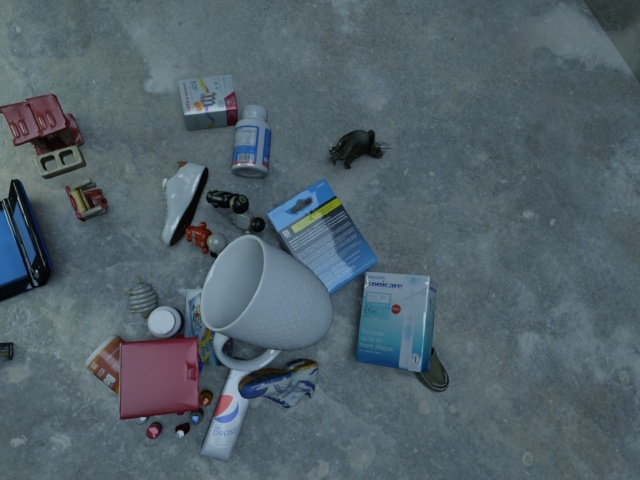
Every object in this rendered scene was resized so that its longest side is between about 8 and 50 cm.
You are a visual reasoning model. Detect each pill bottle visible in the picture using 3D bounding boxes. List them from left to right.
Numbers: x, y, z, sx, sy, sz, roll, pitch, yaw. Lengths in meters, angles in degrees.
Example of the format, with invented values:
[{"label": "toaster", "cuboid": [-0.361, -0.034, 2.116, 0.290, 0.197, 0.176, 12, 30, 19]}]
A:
[{"label": "pill bottle", "cuboid": [-0.566, 0.389, 1.347, 0.216, 0.121, 0.121, 41, 75, -1]}, {"label": "pill bottle", "cuboid": [-0.461, 0.243, 1.369, 0.094, 0.169, 0.094, 2, 80, -11]}, {"label": "pill bottle", "cuboid": [-0.229, -0.333, 1.542, 0.124, 0.124, 0.222, 6, 79, -10]}]

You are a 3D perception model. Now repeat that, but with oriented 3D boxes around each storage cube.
[{"label": "storage cube", "cuboid": [-0.437, 0.364, 1.234, 0.192, 0.183, 0.215, 2, 78, -23]}]

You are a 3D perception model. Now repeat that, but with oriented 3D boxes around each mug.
[{"label": "mug", "cuboid": [-0.156, 0.215, 1.323, 0.328, 0.276, 0.374, 32, 95, -38]}]

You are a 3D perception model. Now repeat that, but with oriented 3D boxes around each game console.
[{"label": "game console", "cuboid": [-0.924, 0.009, 1.324, 0.173, 0.250, 0.294, -19, 84, -41]}]

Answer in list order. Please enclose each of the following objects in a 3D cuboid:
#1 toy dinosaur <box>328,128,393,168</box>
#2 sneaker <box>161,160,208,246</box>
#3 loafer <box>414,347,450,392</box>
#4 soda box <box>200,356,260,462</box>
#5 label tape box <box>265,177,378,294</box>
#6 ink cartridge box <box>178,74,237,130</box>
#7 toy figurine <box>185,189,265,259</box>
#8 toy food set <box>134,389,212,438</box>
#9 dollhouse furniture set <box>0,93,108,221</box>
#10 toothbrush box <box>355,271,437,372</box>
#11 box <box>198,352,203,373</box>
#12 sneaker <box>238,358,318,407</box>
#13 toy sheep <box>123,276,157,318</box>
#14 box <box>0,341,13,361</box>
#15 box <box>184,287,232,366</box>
[{"label": "toy dinosaur", "cuboid": [0.113, -0.329, 1.568, 0.160, 0.313, 0.121, -38, 76, 22]}, {"label": "sneaker", "cuboid": [-0.467, -0.123, 1.478, 0.122, 0.106, 0.291, 16, 69, 2]}, {"label": "loafer", "cuboid": [0.351, 0.405, 1.545, 0.094, 0.087, 0.251, -37, 89, -15]}, {"label": "soda box", "cuboid": [-0.271, 0.508, 1.398, 0.091, 0.098, 0.287, 21, 77, -7]}, {"label": "label tape box", "cuboid": [0.000, 0.000, 1.537, 0.240, 0.106, 0.334, -32, 88, -14]}, {"label": "ink cartridge box", "cuboid": [-0.374, -0.459, 1.533, 0.176, 0.127, 0.128, -11, 83, -12]}, {"label": "toy figurine", "cuboid": [-0.282, -0.033, 1.424, 0.148, 0.209, 0.213, 16, 70, 31]}, {"label": "toy food set", "cuboid": [-0.433, 0.524, 1.358, 0.231, 0.104, 0.111, -9, 82, -13]}, {"label": "dollhouse furniture set", "cuboid": [-0.782, -0.224, 1.381, 0.152, 0.201, 0.375, -22, 91, -14]}, {"label": "toothbrush box", "cuboid": [0.249, 0.260, 1.483, 0.216, 0.126, 0.296, 3, 77, 27]}, {"label": "box", "cuboid": [-0.415, 0.386, 1.384, 0.136, 0.028, 0.081, -35, 72, 20]}, {"label": "sneaker", "cuboid": [-0.115, 0.449, 1.379, 0.296, 0.111, 0.131, 0, 92, -44]}, {"label": "toy sheep", "cuboid": [-0.548, 0.176, 1.409, 0.091, 0.091, 0.132, -16, 102, -14]}, {"label": "box", "cuboid": [-0.999, 0.313, 1.243, 0.230, 0.183, 0.056, -2, 81, -12]}, {"label": "box", "cuboid": [-0.344, 0.264, 1.410, 0.159, 0.044, 0.234, -4, 79, 26]}]
